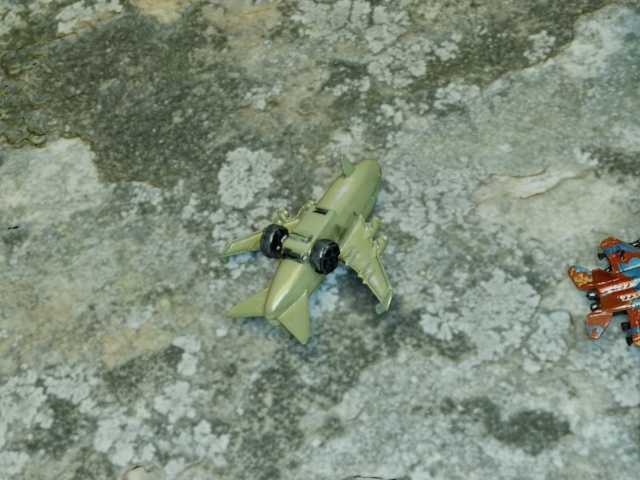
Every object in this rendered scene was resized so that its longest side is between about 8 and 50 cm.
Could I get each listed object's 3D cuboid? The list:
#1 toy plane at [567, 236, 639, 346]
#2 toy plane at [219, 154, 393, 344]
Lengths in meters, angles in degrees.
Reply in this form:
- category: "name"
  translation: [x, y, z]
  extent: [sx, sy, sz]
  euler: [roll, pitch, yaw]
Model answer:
- category: "toy plane"
  translation: [0.358, 0.044, 1.158]
  extent: [0.189, 0.061, 0.130]
  euler: [-10, 57, 0]
- category: "toy plane"
  translation: [0.000, 0.000, 1.236]
  extent: [0.229, 0.092, 0.244]
  euler: [15, 65, 35]
